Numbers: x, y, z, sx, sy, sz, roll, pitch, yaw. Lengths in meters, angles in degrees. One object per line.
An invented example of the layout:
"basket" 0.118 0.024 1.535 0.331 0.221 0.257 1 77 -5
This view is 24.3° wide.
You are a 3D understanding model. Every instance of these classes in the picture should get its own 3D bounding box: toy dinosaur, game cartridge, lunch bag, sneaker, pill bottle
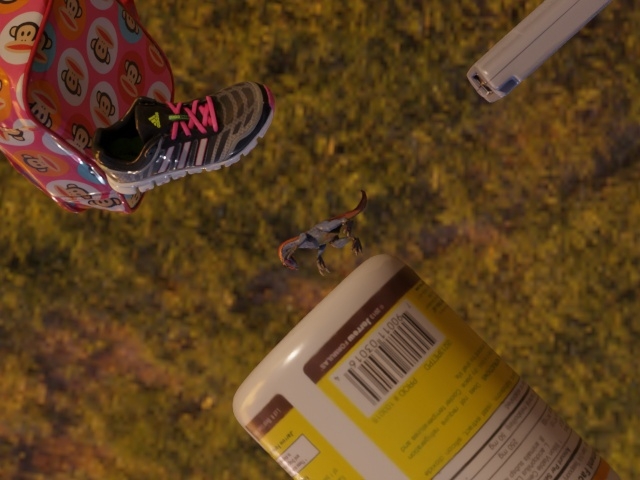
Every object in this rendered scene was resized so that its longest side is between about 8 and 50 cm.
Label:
"toy dinosaur" 0.000 0.000 1.391 0.082 0.090 0.047 0 137 38
"game cartridge" 0.260 -0.243 1.719 0.196 0.060 0.294 -38 -179 5
"lunch bag" -0.277 -0.193 1.714 0.120 0.258 0.293 2 154 25
"sneaker" -0.122 -0.093 1.258 0.170 0.063 0.075 -21 153 17
"pill bottle" 0.067 0.117 0.740 0.215 0.117 0.117 45 144 4
